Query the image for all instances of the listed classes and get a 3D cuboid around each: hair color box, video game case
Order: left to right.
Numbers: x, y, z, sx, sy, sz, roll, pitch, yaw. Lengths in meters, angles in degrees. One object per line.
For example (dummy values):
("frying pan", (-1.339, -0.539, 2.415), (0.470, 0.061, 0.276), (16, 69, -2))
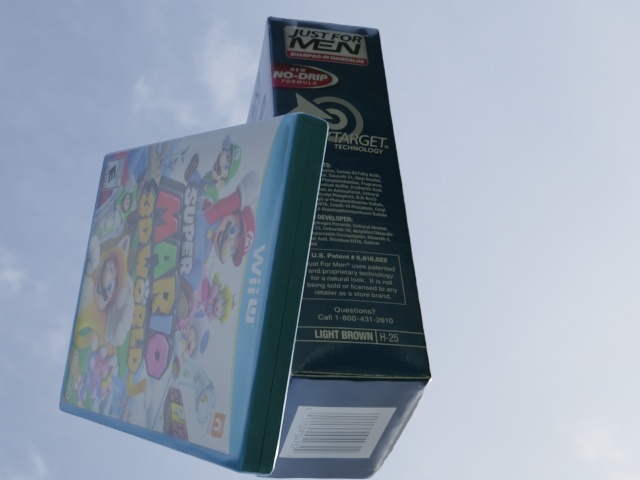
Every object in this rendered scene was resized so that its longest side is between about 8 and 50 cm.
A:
("video game case", (-0.057, 0.018, 0.410), (0.015, 0.166, 0.119), (14, -98, -33))
("hair color box", (0.000, 0.000, 0.865), (0.105, 0.174, 0.347), (3, -126, -12))
